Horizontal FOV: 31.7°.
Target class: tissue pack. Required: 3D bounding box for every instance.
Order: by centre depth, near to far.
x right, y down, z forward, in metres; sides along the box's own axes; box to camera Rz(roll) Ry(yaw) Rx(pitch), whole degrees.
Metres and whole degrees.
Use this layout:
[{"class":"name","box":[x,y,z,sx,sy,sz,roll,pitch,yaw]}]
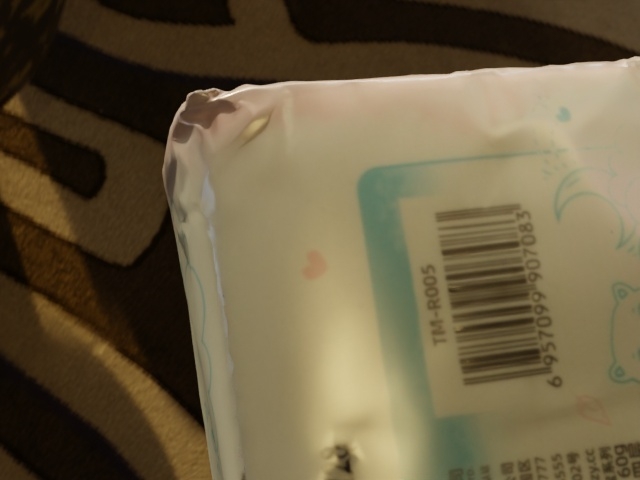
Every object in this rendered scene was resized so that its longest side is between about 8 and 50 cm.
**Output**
[{"class":"tissue pack","box":[0.061,0.083,0.378,0.201,0.124,0.271,-6,80,-15]}]
